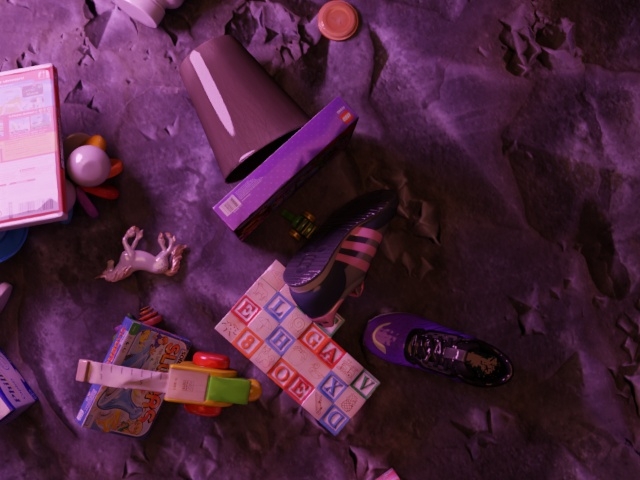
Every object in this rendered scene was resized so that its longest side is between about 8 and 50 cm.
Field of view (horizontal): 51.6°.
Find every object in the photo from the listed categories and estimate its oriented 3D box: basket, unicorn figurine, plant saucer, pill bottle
[{"bbox_3d":[-0.150,-0.256,1.244,0.204,0.154,0.227,-32,85,-7],"label":"basket"},{"bbox_3d":[-0.343,0.032,1.249,0.161,0.060,0.111,11,84,-3],"label":"unicorn figurine"},{"bbox_3d":[0.035,-0.445,1.335,0.083,0.013,0.084,0,85,-4],"label":"plant saucer"},{"bbox_3d":[-0.295,-0.525,1.262,0.124,0.124,0.221,29,84,-1],"label":"pill bottle"}]

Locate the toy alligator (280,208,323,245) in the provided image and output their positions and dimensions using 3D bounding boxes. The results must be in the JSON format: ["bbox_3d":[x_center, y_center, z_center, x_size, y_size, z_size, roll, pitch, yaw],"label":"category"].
[{"bbox_3d":[0.000,0.000,1.280,0.189,0.051,0.056,39,85,0],"label":"toy alligator"}]

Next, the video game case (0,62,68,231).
[{"bbox_3d":[-0.545,-0.156,1.137,0.204,0.025,0.285,-10,77,2],"label":"video game case"}]

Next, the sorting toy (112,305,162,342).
[{"bbox_3d":[-0.349,0.153,1.240,0.102,0.061,0.042,-23,87,-28],"label":"sorting toy"}]

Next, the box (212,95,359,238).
[{"bbox_3d":[-0.062,-0.123,1.210,0.293,0.201,0.057,-43,89,-5],"label":"box"}]

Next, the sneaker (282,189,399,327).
[{"bbox_3d":[0.055,0.027,1.230,0.319,0.112,0.131,-44,123,-34],"label":"sneaker"}]

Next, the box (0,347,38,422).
[{"bbox_3d":[-0.586,0.265,1.175,0.072,0.137,0.126,-37,89,-7],"label":"box"}]

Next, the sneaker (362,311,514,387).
[{"bbox_3d":[0.227,0.203,1.233,0.293,0.146,0.102,16,85,-3],"label":"sneaker"}]

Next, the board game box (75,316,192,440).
[{"bbox_3d":[-0.338,0.254,1.208,0.136,0.035,0.201,29,83,-41],"label":"board game box"}]

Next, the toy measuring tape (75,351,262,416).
[{"bbox_3d":[-0.267,0.251,1.195,0.330,0.121,0.121,12,85,-19],"label":"toy measuring tape"}]

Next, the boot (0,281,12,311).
[{"bbox_3d":[-0.655,0.141,1.213,0.086,0.069,0.190,34,86,-4],"label":"boot"}]

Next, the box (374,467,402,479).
[{"bbox_3d":[0.060,0.572,1.195,0.300,0.142,0.154,-32,88,-6],"label":"box"}]

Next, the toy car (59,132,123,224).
[{"bbox_3d":[-0.447,-0.104,1.225,0.182,0.159,0.136,-42,126,-6],"label":"toy car"}]

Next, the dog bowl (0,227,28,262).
[{"bbox_3d":[-0.634,-0.094,1.207,0.166,0.074,0.297,-7,85,-29],"label":"dog bowl"}]

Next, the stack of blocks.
[{"bbox_3d":[-0.030,0.197,1.245,0.297,0.087,0.171,42,84,0],"label":"stack of blocks"}]
